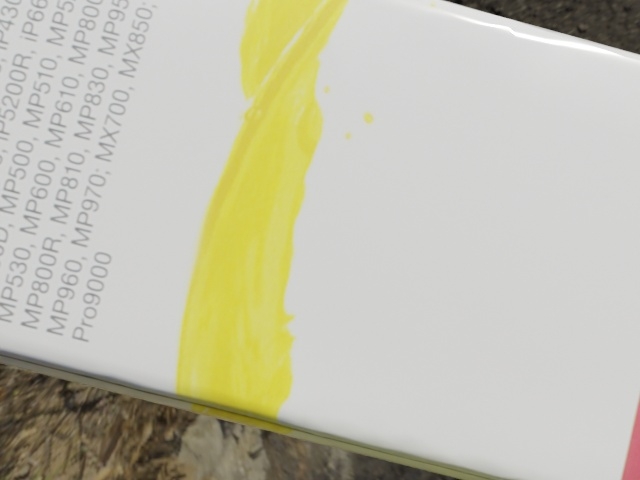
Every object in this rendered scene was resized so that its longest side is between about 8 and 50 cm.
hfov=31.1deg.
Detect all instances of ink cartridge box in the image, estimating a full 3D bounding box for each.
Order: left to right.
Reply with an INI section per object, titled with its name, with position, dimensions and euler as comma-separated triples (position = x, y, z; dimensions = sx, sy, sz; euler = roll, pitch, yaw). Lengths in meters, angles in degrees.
[ink cartridge box]
position = 0.000, 0.000, 0.498
dimensions = 0.385, 0.279, 0.160
euler = 14, 85, -4
